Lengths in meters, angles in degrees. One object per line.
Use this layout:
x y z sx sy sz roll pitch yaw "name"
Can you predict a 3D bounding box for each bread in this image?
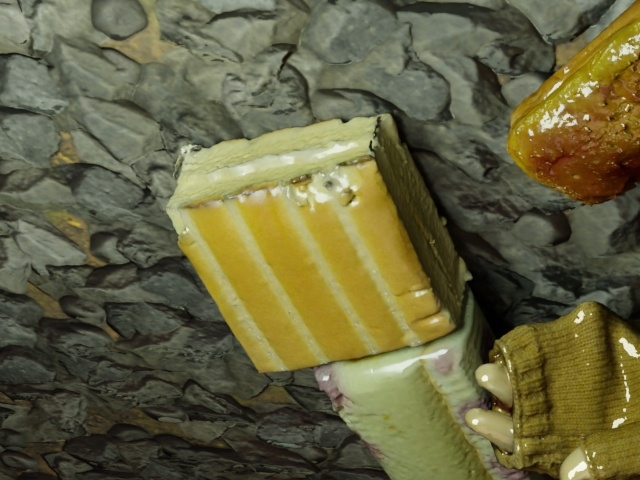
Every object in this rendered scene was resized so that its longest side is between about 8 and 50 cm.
0.137 0.189 1.593 0.187 0.155 0.338 -15 132 20 "bread"
0.000 0.000 1.423 0.239 0.111 0.246 -13 126 26 "bread"
0.282 -0.127 1.219 0.139 0.077 0.271 27 137 -22 "bread"

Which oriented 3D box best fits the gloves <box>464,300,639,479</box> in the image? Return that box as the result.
0.322 0.161 1.447 0.357 0.203 0.155 -5 143 -3 "gloves"
